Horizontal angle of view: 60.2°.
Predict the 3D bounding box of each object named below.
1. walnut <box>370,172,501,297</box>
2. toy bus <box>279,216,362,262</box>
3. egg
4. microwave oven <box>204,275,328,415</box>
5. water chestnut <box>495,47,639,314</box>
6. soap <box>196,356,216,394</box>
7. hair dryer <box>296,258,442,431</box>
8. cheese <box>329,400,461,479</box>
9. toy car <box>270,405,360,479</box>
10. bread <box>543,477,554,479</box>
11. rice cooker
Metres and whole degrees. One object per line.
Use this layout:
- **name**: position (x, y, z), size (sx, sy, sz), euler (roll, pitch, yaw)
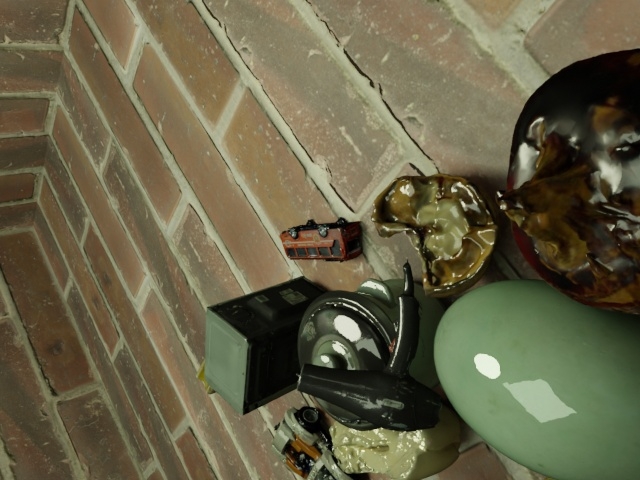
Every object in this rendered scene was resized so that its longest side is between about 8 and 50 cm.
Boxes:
- **walnut**: position (0.228, -0.027, 0.994), size (0.204, 0.141, 0.238), euler (-48, 65, 30)
- **toy bus**: position (0.000, 0.000, 1.306), size (0.235, 0.073, 0.096), euler (0, 111, 48)
- **egg**: position (0.349, 0.203, 0.823), size (0.389, 0.276, 0.276), euler (21, 117, 39)
- **microwave oven**: position (-0.104, 0.243, 1.318), size (0.181, 0.295, 0.237), euler (29, 122, 40)
- **water chestnut**: position (0.360, -0.065, 0.680), size (0.335, 0.347, 0.335), euler (21, 117, 50)
- **soap**: position (-0.240, 0.317, 1.582), size (0.089, 0.173, 0.274), euler (51, 134, 22)
- **hair dryer**: position (0.098, 0.160, 0.902), size (0.236, 0.091, 0.271), euler (14, 80, 5)
- **cheese**: position (0.156, 0.413, 1.144), size (0.266, 0.233, 0.127), euler (-18, 79, 46)
- **toy car**: position (-0.007, 0.584, 1.456), size (0.301, 0.118, 0.193), euler (44, 128, 29)
- **bread**: position (0.429, 0.448, 0.955), size (0.080, 0.084, 0.109), euler (57, 135, 21)
- **rice cooker**: position (0.104, 0.213, 1.076), size (0.264, 0.317, 0.316), euler (24, 119, 38)
